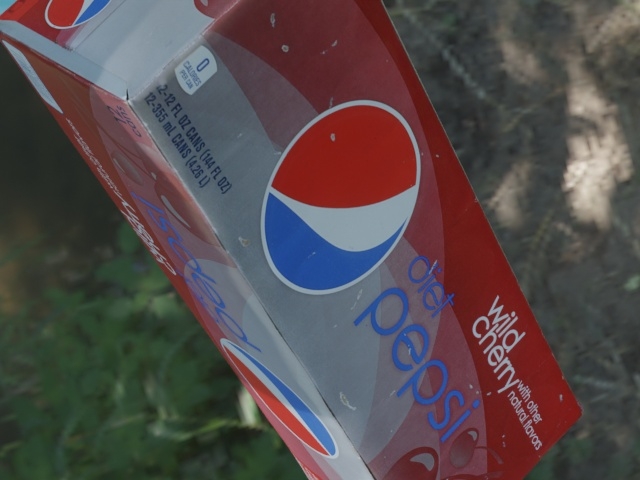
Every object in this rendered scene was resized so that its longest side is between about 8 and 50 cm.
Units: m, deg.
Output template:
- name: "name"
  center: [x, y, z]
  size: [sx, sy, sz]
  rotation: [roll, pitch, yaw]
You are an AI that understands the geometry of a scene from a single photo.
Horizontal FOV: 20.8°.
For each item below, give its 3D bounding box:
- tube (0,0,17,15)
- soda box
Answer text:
- name: "tube"
  center: [-0.166, -0.127, 0.693]
  size: [0.207, 0.080, 0.052]
  rotation: [49, 147, 48]
- name: "soda box"
  center: [0.000, 0.000, 0.609]
  size: [0.083, 0.092, 0.263]
  rotation: [30, 158, 43]
